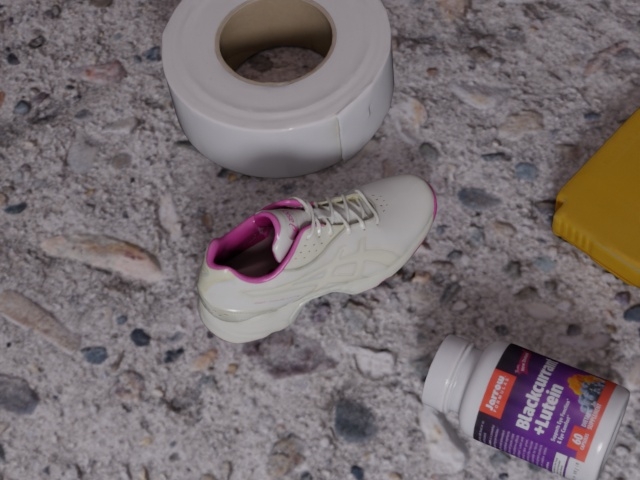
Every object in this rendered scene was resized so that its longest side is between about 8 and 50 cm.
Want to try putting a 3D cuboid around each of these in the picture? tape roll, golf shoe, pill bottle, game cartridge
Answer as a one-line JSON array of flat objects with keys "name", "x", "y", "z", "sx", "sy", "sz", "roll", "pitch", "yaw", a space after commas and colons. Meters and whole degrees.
[{"name": "tape roll", "x": -0.050, "y": -0.218, "z": 1.596, "sx": 0.286, "sy": 0.100, "sz": 0.286, "roll": -2, "pitch": 57, "yaw": 3}, {"name": "golf shoe", "x": 0.000, "y": 0.000, "z": 1.430, "sx": 0.306, "sy": 0.140, "sz": 0.115, "roll": -30, "pitch": 58, "yaw": -15}, {"name": "pill bottle", "x": 0.208, "y": 0.167, "z": 1.321, "sx": 0.193, "sy": 0.108, "sz": 0.108, "roll": 20, "pitch": 62, "yaw": 17}, {"name": "game cartridge", "x": 0.464, "y": -0.031, "z": 1.462, "sx": 0.324, "sy": 0.052, "sz": 0.285, "roll": 36, "pitch": 68, "yaw": 27}]
